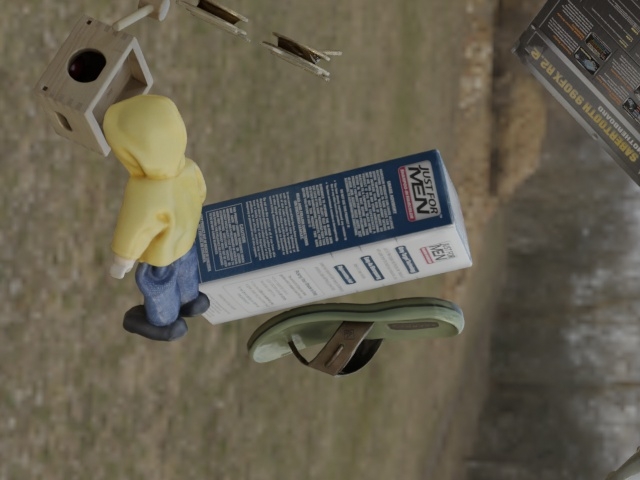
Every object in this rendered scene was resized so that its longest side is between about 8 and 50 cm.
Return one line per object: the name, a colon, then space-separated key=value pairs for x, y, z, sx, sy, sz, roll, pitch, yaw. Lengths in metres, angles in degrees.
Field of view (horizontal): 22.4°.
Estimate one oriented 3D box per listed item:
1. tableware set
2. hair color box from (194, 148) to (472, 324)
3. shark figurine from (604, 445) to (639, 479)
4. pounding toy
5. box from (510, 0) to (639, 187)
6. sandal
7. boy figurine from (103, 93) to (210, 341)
tableware set: x=-0.071 y=-0.248 z=1.878 sx=0.039 sy=0.194 sz=0.128 roll=-64 pitch=177 yaw=3
hair color box: x=0.000 y=0.000 z=1.987 sx=0.174 sy=0.347 sz=0.105 roll=54 pitch=24 yaw=-69
shark figurine: x=0.442 y=0.258 z=1.850 sx=0.166 sy=0.278 sz=0.116 roll=69 pitch=4 yaw=-52
pounding toy: x=-0.285 y=-0.248 z=2.108 sx=0.206 sy=0.094 sz=0.181 roll=-60 pitch=164 yaw=-17
box: x=0.294 y=-0.145 z=1.405 sx=0.056 sy=0.231 sz=0.183 roll=-36 pitch=169 yaw=-31
sandal: x=0.042 y=0.136 z=2.166 sx=0.120 sy=0.303 sz=0.086 roll=46 pitch=40 yaw=-65
boy figurine: x=-0.186 y=-0.025 z=1.789 sx=0.177 sy=0.092 sz=0.285 roll=-51 pitch=144 yaw=-48
